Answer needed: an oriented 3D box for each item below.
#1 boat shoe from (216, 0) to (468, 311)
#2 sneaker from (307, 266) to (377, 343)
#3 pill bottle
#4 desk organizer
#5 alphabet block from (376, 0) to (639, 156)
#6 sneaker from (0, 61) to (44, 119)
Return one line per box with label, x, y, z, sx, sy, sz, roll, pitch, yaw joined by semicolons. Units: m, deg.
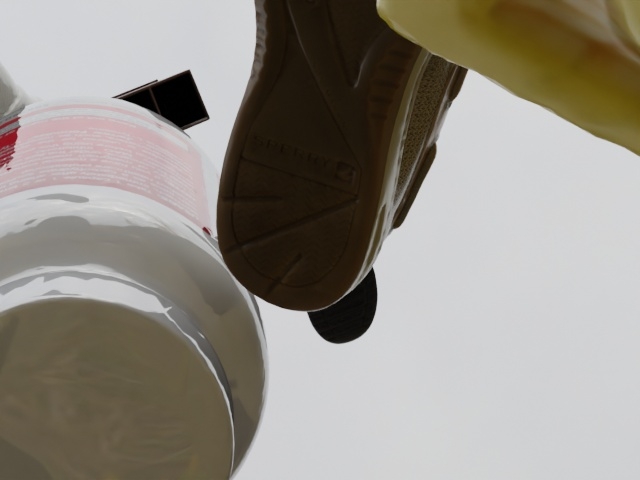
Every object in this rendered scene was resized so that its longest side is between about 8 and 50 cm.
boat shoe;0.030;-0.130;0.954;0.110;0.122;0.341;-34;-33;-60
sneaker;0.000;0.000;1.196;0.053;0.059;0.144;-19;-76;-5
pill bottle;-0.152;0.055;1.111;0.229;0.407;0.229;-2;-74;-6
desk organizer;-0.152;-0.088;1.346;0.130;0.050;0.047;-27;-81;-38
alphabet block;0.153;-0.126;0.435;0.193;0.197;0.192;26;-21;-6
sneaker;-0.342;-0.046;1.336;0.297;0.111;0.129;-52;-57;-30
